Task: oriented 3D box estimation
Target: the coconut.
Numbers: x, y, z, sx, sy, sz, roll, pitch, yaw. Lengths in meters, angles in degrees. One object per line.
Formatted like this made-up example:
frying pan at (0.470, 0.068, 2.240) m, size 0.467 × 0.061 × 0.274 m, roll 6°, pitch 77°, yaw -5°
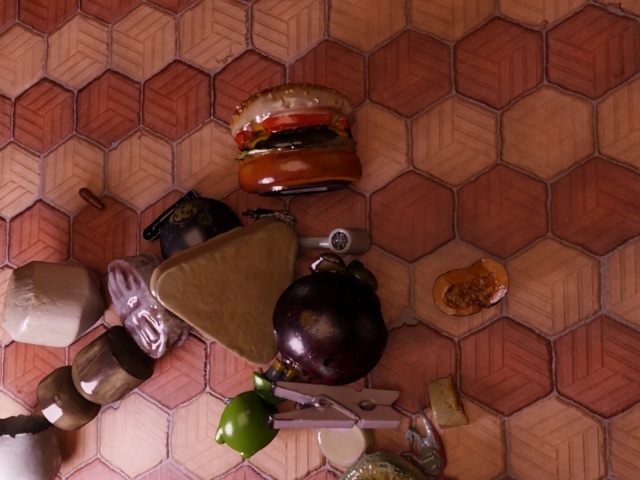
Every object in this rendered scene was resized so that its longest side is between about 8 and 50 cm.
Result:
coconut at (-0.739, 0.179, 1.584) m, size 0.237 × 0.265 × 0.238 m, roll -16°, pitch 70°, yaw 52°

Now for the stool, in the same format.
stool at (-0.620, 0.380, 1.570) m, size 0.264 × 0.179 × 0.179 m, roll -35°, pitch 79°, yaw 8°

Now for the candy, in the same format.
candy at (-0.466, 0.171, 1.545) m, size 0.214 × 0.157 × 0.290 m, roll -38°, pitch 79°, yaw 40°

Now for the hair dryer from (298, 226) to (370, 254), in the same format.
hair dryer at (0.000, 0.000, 1.492) m, size 0.236 × 0.131 × 0.073 m, roll 2°, pitch 89°, yaw 27°

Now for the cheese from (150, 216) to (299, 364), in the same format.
cheese at (-0.247, 0.118, 1.430) m, size 0.383 × 0.104 × 0.385 m, roll -5°, pitch 102°, yaw -23°

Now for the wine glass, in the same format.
wine glass at (-0.850, 0.667, 1.576) m, size 0.237 × 0.238 × 0.323 m, roll 1°, pitch 92°, yaw 13°

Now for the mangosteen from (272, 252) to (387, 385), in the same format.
mangosteen at (0.028, 0.201, 1.384) m, size 0.310 × 0.311 × 0.312 m, roll -1°, pitch 86°, yaw 13°

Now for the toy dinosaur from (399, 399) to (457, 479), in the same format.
toy dinosaur at (0.280, 0.524, 1.413) m, size 0.167 × 0.053 × 0.242 m, roll 5°, pitch 87°, yaw 12°

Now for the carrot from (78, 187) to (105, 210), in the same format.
carrot at (-0.689, -0.124, 1.700) m, size 0.093 × 0.032 × 0.032 m, roll 38°, pitch 95°, yaw 7°

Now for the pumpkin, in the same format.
pumpkin at (0.375, 0.120, 1.393) m, size 0.183 × 0.107 × 0.119 m, roll -21°, pitch 74°, yaw 18°

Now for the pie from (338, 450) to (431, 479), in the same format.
pie at (0.170, 0.648, 1.396) m, size 0.276 × 0.078 × 0.277 m, roll 4°, pitch 110°, yaw 12°

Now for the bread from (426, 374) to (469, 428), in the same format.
bread at (0.316, 0.410, 1.431) m, size 0.084 × 0.080 × 0.109 m, roll -20°, pitch 46°, yaw 11°

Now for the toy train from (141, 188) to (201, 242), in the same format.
toy train at (-0.429, -0.068, 1.625) m, size 0.207 × 0.047 × 0.043 m, roll -38°, pitch 78°, yaw 9°

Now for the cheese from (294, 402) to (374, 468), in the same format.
cheese at (0.029, 0.487, 1.468) m, size 0.227 × 0.064 × 0.137 m, roll 35°, pitch 91°, yaw 12°

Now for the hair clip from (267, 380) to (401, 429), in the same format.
hair clip at (0.035, 0.416, 1.410) m, size 0.330 × 0.085 × 0.101 m, roll 4°, pitch 50°, yaw -7°

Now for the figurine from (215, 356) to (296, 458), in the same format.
figurine at (-0.161, 0.434, 1.480) m, size 0.162 × 0.143 × 0.263 m, roll 38°, pitch 81°, yaw -23°

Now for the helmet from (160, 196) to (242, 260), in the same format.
helmet at (-0.330, 0.021, 1.527) m, size 0.230 × 0.160 × 0.279 m, roll -4°, pitch 92°, yaw 6°

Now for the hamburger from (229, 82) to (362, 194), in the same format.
hamburger at (-0.061, -0.245, 1.414) m, size 0.329 × 0.330 × 0.250 m, roll -5°, pitch 91°, yaw 13°

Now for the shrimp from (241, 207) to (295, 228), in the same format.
shrimp at (-0.149, -0.047, 1.565) m, size 0.160 × 0.034 × 0.091 m, roll 11°, pitch 89°, yaw 13°
